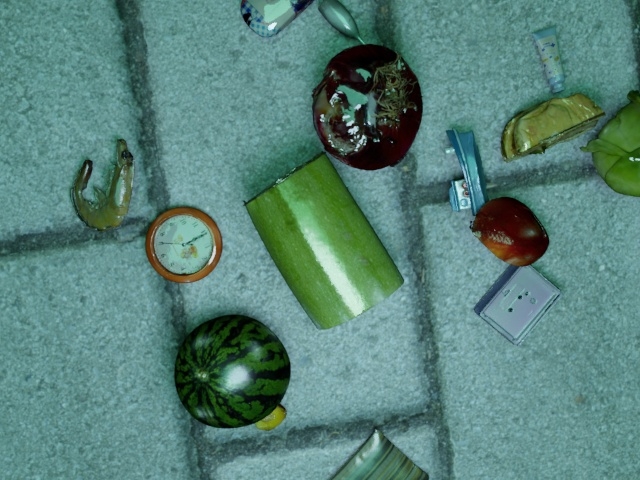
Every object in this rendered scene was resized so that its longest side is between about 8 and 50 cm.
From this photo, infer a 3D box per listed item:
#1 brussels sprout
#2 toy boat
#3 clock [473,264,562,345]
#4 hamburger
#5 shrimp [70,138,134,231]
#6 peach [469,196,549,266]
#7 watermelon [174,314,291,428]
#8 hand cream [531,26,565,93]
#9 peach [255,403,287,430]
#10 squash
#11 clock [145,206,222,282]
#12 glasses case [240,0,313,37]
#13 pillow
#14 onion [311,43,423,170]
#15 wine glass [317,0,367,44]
[{"bbox_3d":[0.822,-0.242,1.439,0.294,0.227,0.259,36,118,-29],"label":"brussels sprout"},{"bbox_3d":[0.375,-0.180,1.505,0.098,0.109,0.238,-10,100,24],"label":"toy boat"},{"bbox_3d":[0.532,0.166,1.540,0.144,0.073,0.193,40,92,-4],"label":"clock"},{"bbox_3d":[0.587,-0.297,1.496,0.262,0.124,0.131,-24,76,-4],"label":"hamburger"},{"bbox_3d":[-0.576,-0.148,1.510,0.173,0.058,0.253,8,95,7],"label":"shrimp"},{"bbox_3d":[0.499,-0.032,1.464,0.279,0.068,0.189,0,70,-34],"label":"peach"},{"bbox_3d":[-0.223,0.331,1.441,0.285,0.285,0.285,0,94,-1],"label":"watermelon"},{"bbox_3d":[0.613,-0.476,1.514,0.065,0.043,0.170,-15,92,3],"label":"hand cream"},{"bbox_3d":[-0.143,0.463,1.549,0.098,0.061,0.098,-10,120,-17],"label":"peach"},{"bbox_3d":[0.000,0.000,1.424,0.263,0.263,0.384,-31,94,1],"label":"squash"},{"bbox_3d":[-0.363,0.012,1.522,0.205,0.051,0.205,0,93,-1],"label":"clock"},{"bbox_3d":[-0.065,-0.664,1.470,0.327,0.076,0.125,-43,95,1],"label":"glasses case"},{"bbox_3d":[0.160,0.661,1.577,0.212,0.052,0.208,44,89,-6],"label":"pillow"},{"bbox_3d":[0.112,-0.324,1.430,0.314,0.232,0.314,-2,94,-30],"label":"onion"},{"bbox_3d":[0.076,-0.549,1.490,0.066,0.066,0.198,-44,92,2],"label":"wine glass"}]
